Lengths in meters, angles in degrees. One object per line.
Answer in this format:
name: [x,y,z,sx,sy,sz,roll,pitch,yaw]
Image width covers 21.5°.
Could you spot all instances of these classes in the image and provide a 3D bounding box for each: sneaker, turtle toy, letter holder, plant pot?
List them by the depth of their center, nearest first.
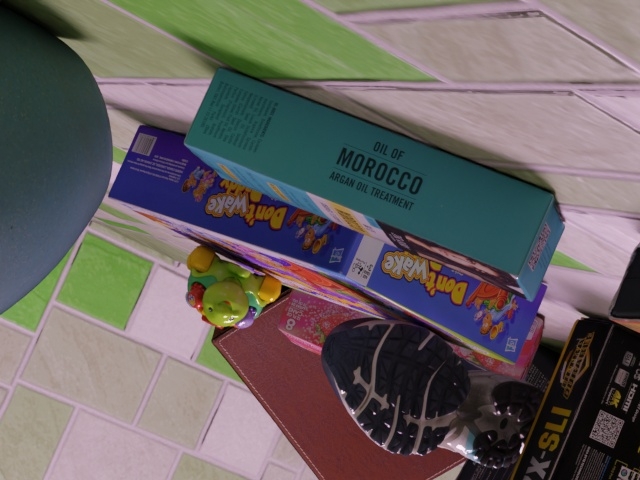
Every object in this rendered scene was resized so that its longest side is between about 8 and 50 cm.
plant pot: [-0.273,-0.067,1.271,0.195,0.290,0.290,-15,-161,-35]
sneaker: [0.078,0.135,1.531,0.122,0.110,0.283,23,175,43]
turtle toy: [-0.091,0.051,1.630,0.095,0.066,0.130,24,174,-5]
letter holder: [0.047,0.152,2.066,0.302,0.214,0.152,53,-164,-16]

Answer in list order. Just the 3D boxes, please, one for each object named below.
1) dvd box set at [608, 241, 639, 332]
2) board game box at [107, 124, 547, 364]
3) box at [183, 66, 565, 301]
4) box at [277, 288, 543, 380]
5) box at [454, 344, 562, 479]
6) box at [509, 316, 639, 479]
dvd box set: [0.401,0.103,0.957,0.420,0.062,0.307,24,174,-6]
board game box: [0.000,0.000,1.527,0.233,0.078,0.347,28,173,-40]
box: [0.038,-0.037,1.136,0.244,0.060,0.100,22,174,16]
box: [0.097,0.096,1.782,0.257,0.122,0.128,23,173,9]
box: [0.356,0.306,1.840,0.294,0.212,0.395,25,-173,-13]
box: [0.296,0.266,1.557,0.257,0.322,0.079,25,173,-19]
